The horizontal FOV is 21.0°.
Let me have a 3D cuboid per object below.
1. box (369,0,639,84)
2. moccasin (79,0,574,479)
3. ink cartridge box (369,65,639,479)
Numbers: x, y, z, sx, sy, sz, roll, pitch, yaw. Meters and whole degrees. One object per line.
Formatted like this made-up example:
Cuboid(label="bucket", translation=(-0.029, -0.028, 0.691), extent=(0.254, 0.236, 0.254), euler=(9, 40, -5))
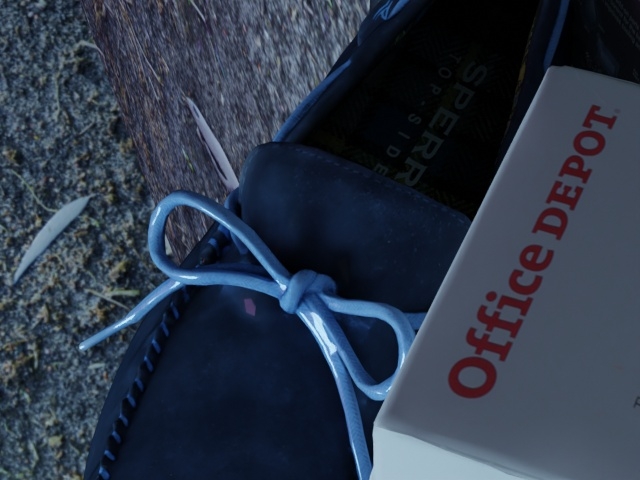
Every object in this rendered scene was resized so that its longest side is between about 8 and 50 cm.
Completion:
Cuboid(label="box", translation=(0.139, -0.084, 0.824), extent=(0.318, 0.097, 0.395), euler=(87, 160, -51))
Cuboid(label="moccasin", translation=(0.000, 0.000, 0.654), extent=(0.117, 0.138, 0.342), euler=(101, -169, -58))
Cuboid(label="ink cartridge box", translation=(0.152, 0.079, 0.580), extent=(0.233, 0.171, 0.168), euler=(18, 142, 17))
